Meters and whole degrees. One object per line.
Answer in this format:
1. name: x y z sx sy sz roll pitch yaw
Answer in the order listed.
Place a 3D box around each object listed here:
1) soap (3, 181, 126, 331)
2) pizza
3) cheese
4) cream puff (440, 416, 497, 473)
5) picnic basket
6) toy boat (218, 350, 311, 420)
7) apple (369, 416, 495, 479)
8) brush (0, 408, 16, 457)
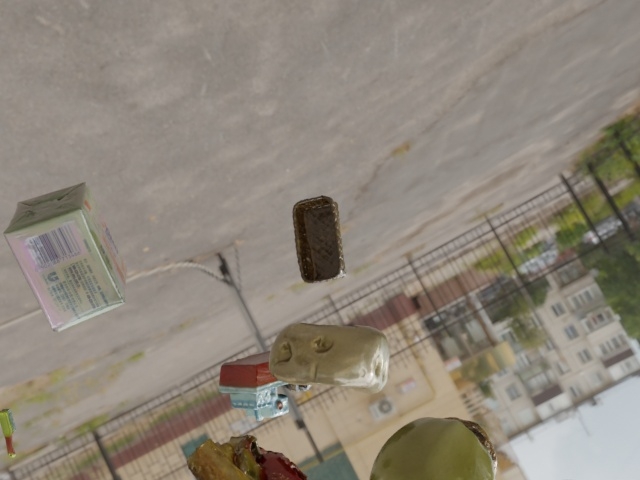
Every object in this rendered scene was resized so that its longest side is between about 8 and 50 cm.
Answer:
1. soap: -0.433 0.022 1.402 0.138 0.199 0.182 -22 -158 -6
2. pizza: -0.066 0.456 1.451 0.130 0.440 0.406 -40 -167 0
3. cheese: 0.019 0.208 1.454 0.218 0.117 0.235 7 170 -8
4. cream puff: 0.277 0.453 1.718 0.183 0.183 0.169 -29 175 4
5. picnic basket: 0.000 0.000 1.806 0.110 0.193 0.055 -12 169 24
6. toy boat: -0.078 0.315 1.825 0.145 0.133 0.332 -7 180 35
7. apple: 0.162 0.356 1.182 0.200 0.200 0.200 -27 170 -5
8. brush: -0.521 0.323 1.359 0.019 0.083 0.021 -8 -172 17
